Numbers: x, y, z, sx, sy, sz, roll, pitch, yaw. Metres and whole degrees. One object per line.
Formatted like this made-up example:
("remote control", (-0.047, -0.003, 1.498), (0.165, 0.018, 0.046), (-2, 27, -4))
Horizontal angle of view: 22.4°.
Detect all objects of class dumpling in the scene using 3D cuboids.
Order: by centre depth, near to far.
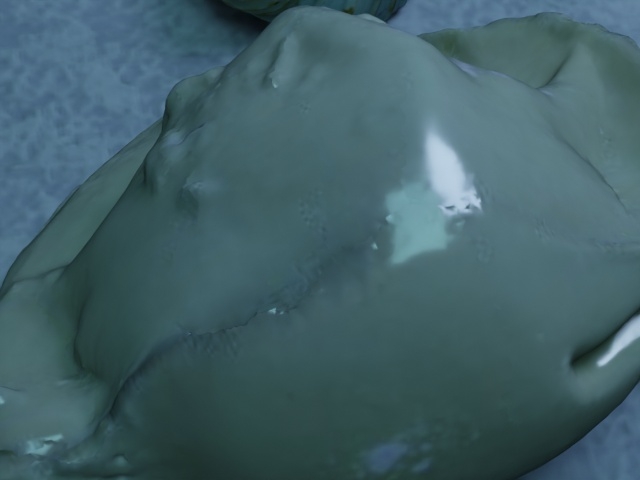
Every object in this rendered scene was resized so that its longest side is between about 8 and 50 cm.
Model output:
("dumpling", (0.000, 0.000, 0.813), (0.395, 0.233, 0.315), (-26, 34, -2))

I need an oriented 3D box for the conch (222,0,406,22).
("conch", (-0.001, -0.186, 0.940), (0.135, 0.102, 0.153), (45, 66, 2))
